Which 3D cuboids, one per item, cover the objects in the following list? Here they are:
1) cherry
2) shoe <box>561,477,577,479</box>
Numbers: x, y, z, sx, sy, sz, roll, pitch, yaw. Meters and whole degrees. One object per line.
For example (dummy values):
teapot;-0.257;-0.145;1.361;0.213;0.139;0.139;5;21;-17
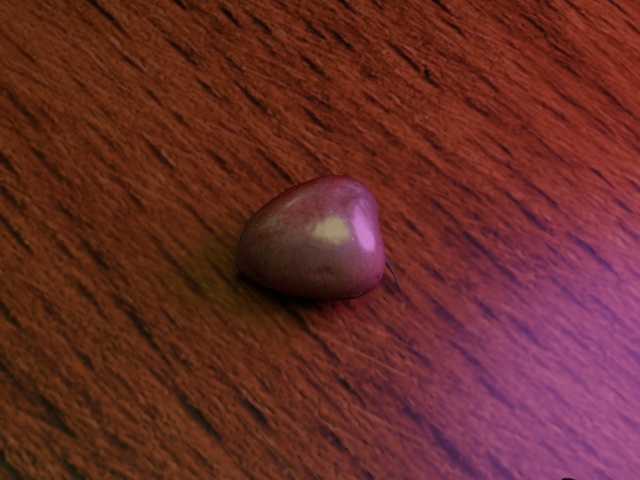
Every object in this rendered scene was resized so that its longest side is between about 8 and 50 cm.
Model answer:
cherry;0.002;0.001;1.107;0.126;0.087;0.106;-18;56;-28
shoe;0.195;0.261;0.965;0.112;0.099;0.227;22;48;11
